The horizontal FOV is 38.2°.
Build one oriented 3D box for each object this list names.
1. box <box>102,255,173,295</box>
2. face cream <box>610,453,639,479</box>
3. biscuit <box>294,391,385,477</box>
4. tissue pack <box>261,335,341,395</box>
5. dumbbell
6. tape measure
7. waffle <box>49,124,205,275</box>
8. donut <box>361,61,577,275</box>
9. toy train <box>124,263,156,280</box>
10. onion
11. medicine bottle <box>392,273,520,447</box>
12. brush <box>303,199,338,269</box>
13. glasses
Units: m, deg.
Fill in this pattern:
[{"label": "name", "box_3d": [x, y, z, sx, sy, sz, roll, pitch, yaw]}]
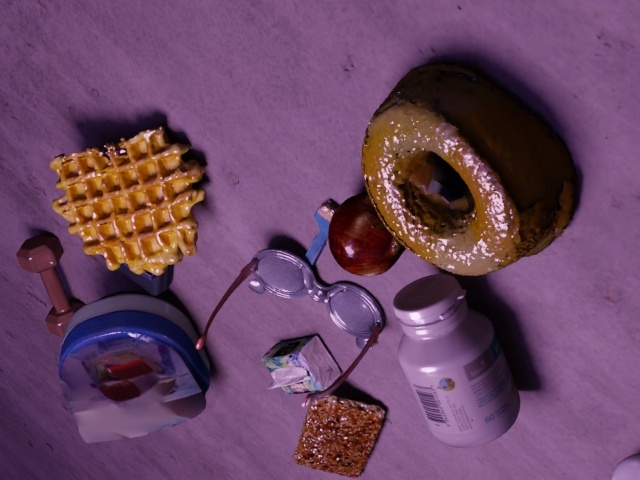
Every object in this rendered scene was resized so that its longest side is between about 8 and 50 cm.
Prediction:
[{"label": "box", "box_3d": [-0.328, -0.018, 1.645, 0.160, 0.050, 0.230, 35, 139, 17]}, {"label": "face cream", "box_3d": [0.441, 0.343, 1.195, 0.143, 0.071, 0.291, 20, 135, 29]}, {"label": "biscuit", "box_3d": [0.028, 0.339, 1.583, 0.131, 0.025, 0.231, 12, 138, 0]}, {"label": "tissue pack", "box_3d": [-0.040, 0.217, 1.544, 0.111, 0.079, 0.085, -16, 110, 50]}, {"label": "dumbbell", "box_3d": [-0.560, 0.098, 1.942, 0.082, 0.092, 0.231, 47, 156, 55]}, {"label": "tape measure", "box_3d": [-0.359, 0.225, 1.728, 0.259, 0.138, 0.262, -16, 122, 6]}, {"label": "waffle", "box_3d": [-0.311, -0.078, 1.511, 0.309, 0.065, 0.283, 33, 118, 14]}, {"label": "donut", "box_3d": [0.156, -0.071, 1.092, 0.272, 0.107, 0.272, 26, 135, 29]}, {"label": "toy train", "box_3d": [-0.326, 0.046, 1.642, 0.083, 0.017, 0.017, 27, 144, 23]}, {"label": "onion", "box_3d": [0.063, -0.006, 1.237, 0.118, 0.118, 0.117, 10, 124, 39]}, {"label": "medicine bottle", "box_3d": [0.177, 0.158, 1.240, 0.135, 0.135, 0.215, -1, 120, 45]}, {"label": "brush", "box_3d": [0.000, 0.000, 1.375, 0.051, 0.014, 0.164, 41, 143, 11]}, {"label": "glasses", "box_3d": [-0.053, 0.140, 1.345, 0.234, 0.268, 0.118, 29, 130, 10]}]
